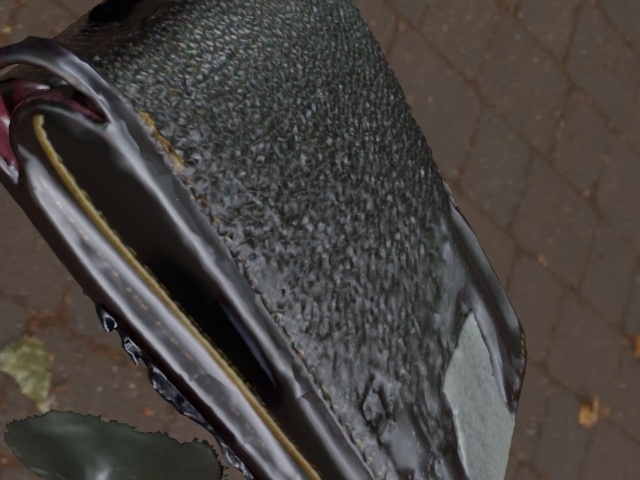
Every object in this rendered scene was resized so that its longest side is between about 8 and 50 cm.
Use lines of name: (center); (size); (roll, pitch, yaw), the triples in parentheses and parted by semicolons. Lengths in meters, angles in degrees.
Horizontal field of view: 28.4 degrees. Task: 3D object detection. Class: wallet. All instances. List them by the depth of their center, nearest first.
wallet: (0.000, 0.000, 0.497); (0.262, 0.071, 0.221); (55, 23, -15)

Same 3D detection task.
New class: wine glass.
wine glass: (-0.101, 0.186, 0.431); (0.074, 0.074, 0.262); (0, 112, -50)
